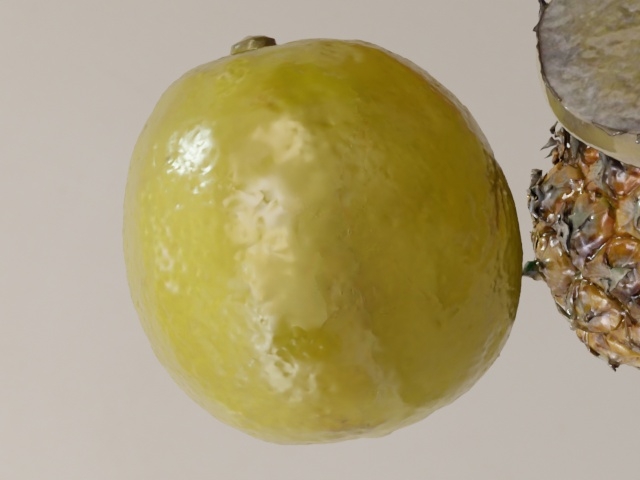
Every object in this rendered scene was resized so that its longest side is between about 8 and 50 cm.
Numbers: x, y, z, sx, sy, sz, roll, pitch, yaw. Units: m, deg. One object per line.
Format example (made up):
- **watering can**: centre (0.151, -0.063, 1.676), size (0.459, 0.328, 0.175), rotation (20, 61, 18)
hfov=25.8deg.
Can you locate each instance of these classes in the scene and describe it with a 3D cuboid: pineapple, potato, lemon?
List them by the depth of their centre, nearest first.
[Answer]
- **potato**: centre (0.253, -0.099, 0.976), size (0.138, 0.243, 0.098), rotation (-50, -39, -12)
- **lemon**: centre (0.000, 0.000, 1.131), size (0.348, 0.348, 0.348), rotation (24, -90, -86)
- **pineapple**: centre (0.366, -0.031, 1.337), size (0.300, 0.352, 0.352), rotation (-21, 29, 39)
